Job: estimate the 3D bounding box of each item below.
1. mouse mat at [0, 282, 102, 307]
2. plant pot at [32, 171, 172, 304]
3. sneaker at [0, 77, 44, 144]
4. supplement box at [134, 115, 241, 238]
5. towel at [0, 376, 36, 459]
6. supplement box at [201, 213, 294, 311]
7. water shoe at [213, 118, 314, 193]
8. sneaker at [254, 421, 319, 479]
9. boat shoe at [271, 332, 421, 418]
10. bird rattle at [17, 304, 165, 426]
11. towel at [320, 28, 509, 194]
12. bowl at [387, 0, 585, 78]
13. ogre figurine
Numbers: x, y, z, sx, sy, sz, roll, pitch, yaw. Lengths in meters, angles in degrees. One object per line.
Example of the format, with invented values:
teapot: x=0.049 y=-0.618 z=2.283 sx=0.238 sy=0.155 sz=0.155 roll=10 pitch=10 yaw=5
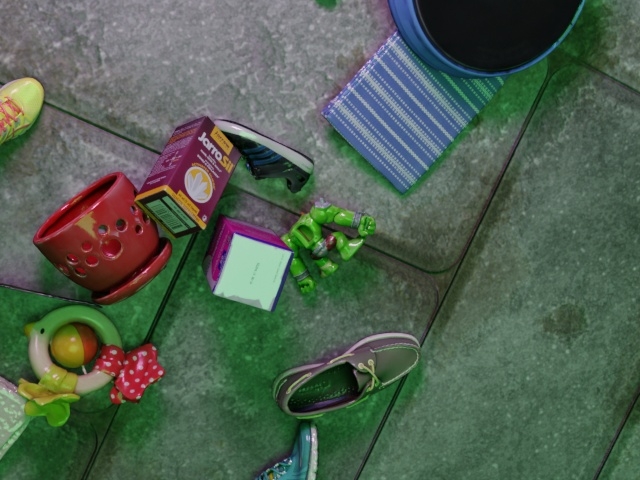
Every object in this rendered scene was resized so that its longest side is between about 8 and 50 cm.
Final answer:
mouse mat: x=-0.472 y=0.093 z=1.600 sx=0.190 sy=0.153 sz=0.007 roll=13 pitch=84 yaw=-15
plant pot: x=-0.363 y=0.005 z=1.588 sx=0.191 sy=0.191 sz=0.174 roll=-37 pitch=108 yaw=-4
sneaker: x=-0.542 y=-0.195 z=1.553 sx=0.208 sy=0.094 sz=0.081 roll=-47 pitch=106 yaw=-13
supplement box: x=-0.223 y=-0.109 z=1.591 sx=0.104 sy=0.081 sz=0.188 roll=48 pitch=45 yaw=-30
towel: x=-0.663 y=0.289 z=1.648 sx=0.282 sy=0.049 sz=0.187 roll=40 pitch=88 yaw=-17
supplement box: x=-0.132 y=0.035 z=1.629 sx=0.114 sy=0.220 sz=0.111 roll=18 pitch=95 yaw=-14
water shoe: x=-0.110 y=-0.150 z=1.676 sx=0.203 sy=0.073 sz=0.080 roll=25 pitch=96 yaw=-15
sneaker: x=-0.074 y=0.475 z=1.788 sx=0.110 sy=0.107 sz=0.275 roll=21 pitch=95 yaw=-6
boat shoe: x=0.060 y=0.264 z=1.780 sx=0.305 sy=0.091 sz=0.109 roll=-18 pitch=104 yaw=-9
bird rattle: x=-0.415 y=0.210 z=1.641 sx=0.254 sy=0.143 sz=0.206 roll=-19 pitch=81 yaw=-23
towel: x=0.187 y=-0.282 z=1.726 sx=0.243 sy=0.040 sz=0.336 roll=41 pitch=91 yaw=-27
bowl: x=0.306 y=-0.473 z=1.632 sx=0.391 sy=0.077 sz=0.391 roll=-8 pitch=113 yaw=-18
ogre figurine: x=0.000 y=0.000 z=1.711 sx=0.118 sy=0.096 sz=0.197 roll=41 pitch=134 yaw=-11
